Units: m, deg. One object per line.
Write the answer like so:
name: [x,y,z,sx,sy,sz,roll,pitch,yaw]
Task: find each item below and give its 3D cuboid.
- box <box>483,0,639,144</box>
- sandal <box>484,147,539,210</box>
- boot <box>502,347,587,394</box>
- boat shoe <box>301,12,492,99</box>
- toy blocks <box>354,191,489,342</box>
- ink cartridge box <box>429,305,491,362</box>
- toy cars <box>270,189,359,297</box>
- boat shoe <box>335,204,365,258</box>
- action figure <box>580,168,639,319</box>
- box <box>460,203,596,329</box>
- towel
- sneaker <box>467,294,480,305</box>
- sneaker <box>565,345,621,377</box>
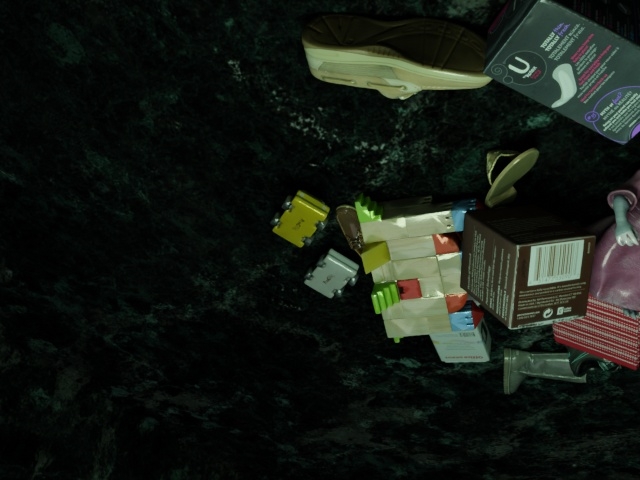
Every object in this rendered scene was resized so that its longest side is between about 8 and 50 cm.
box: [0.415,-0.298,1.231,0.270,0.143,0.165,24,140,-10]
sandal: [0.344,-0.135,1.516,0.088,0.079,0.240,-27,159,-11]
boot: [0.576,0.340,2.025,0.208,0.076,0.190,-1,141,10]
boat shoe: [0.137,-0.308,1.351,0.341,0.122,0.110,15,148,18]
toy blocks: [0.246,0.053,1.679,0.261,0.191,0.381,-7,116,17]
ink cartridge box: [0.342,0.224,1.952,0.127,0.072,0.175,-5,137,24]
toy cars: [0.000,0.000,1.796,0.176,0.087,0.394,10,148,31]
boat shoe: [0.090,-0.009,1.767,0.064,0.060,0.178,-13,133,32]
action figure: [0.623,-0.044,1.475,0.248,0.276,0.370,13,123,-12]
box: [0.389,0.044,1.501,0.168,0.203,0.167,-7,111,-16]
towel: [0.595,0.178,1.705,0.199,0.031,0.275,18,152,30]
sneaker: [0.293,0.152,1.854,0.290,0.106,0.123,-25,124,38]
sneaker: [0.703,0.253,1.835,0.267,0.106,0.101,-24,126,38]
